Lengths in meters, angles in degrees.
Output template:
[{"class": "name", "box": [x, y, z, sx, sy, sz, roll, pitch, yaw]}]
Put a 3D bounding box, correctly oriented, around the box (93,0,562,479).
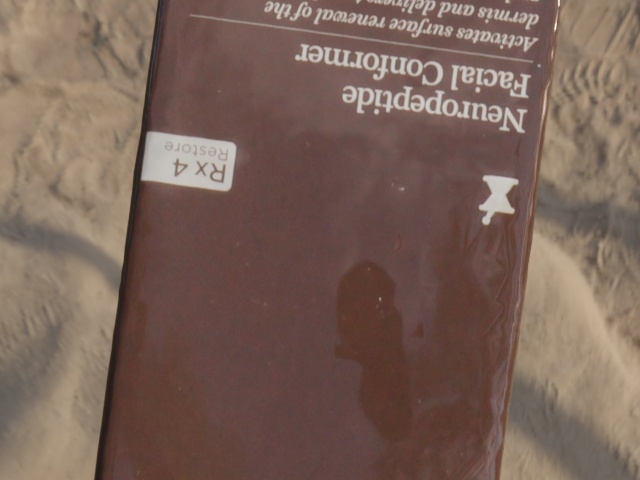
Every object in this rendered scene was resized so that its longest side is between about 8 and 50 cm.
[{"class": "box", "box": [0.000, 0.000, 0.633, 0.191, 0.143, 0.381, 7, 92, -3]}]
